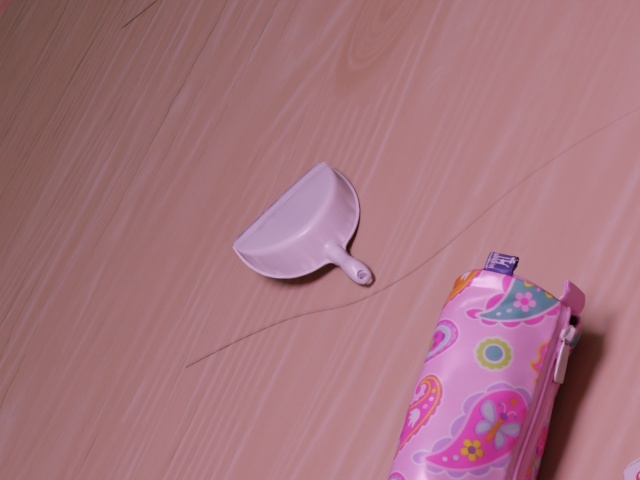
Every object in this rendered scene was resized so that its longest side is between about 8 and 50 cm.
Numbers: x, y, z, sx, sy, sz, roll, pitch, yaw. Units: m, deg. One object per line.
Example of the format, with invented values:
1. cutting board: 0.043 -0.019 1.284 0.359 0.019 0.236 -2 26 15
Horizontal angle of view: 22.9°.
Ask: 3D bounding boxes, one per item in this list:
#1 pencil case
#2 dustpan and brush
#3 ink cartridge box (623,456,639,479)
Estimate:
1. pencil case: 0.128 0.159 1.284 0.124 0.124 0.284 -12 50 51
2. dustpan and brush: 0.000 0.000 1.705 0.147 0.060 0.211 -43 23 -5
3. ink cartridge box: 0.277 0.202 1.079 0.109 0.063 0.150 -38 34 29
